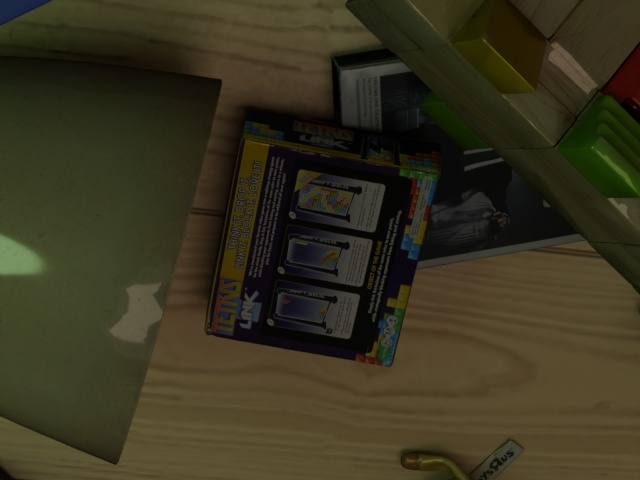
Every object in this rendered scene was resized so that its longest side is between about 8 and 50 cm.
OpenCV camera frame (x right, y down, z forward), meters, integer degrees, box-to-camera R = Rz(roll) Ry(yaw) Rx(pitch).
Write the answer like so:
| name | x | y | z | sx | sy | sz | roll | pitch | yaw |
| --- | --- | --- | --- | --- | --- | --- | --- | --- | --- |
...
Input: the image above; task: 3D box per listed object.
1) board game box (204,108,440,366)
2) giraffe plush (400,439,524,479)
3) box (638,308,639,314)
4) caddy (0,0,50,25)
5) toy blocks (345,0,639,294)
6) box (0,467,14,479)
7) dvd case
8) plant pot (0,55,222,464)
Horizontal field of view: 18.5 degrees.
| name | x | y | z | sx | sy | sz | roll | pitch | yaw |
| --- | --- | --- | --- | --- | --- | --- | --- | --- | --- |
| board game box | 0.000 | 0.000 | 1.399 | 0.141 | 0.048 | 0.170 | 11 | 122 | -3 |
| giraffe plush | 0.117 | 0.285 | 1.559 | 0.181 | 0.170 | 0.210 | 21 | 113 | -26 |
| box | 0.408 | 0.009 | 1.490 | 0.121 | 0.148 | 0.311 | 34 | 108 | -31 |
| caddy | -0.190 | -0.260 | 1.097 | 0.341 | 0.241 | 0.179 | -26 | 131 | 0 |
| toy blocks | 0.212 | -0.157 | 1.311 | 0.381 | 0.191 | 0.261 | 43 | 78 | -16 |
| box | -0.207 | 0.364 | 1.537 | 0.191 | 0.143 | 0.381 | -36 | 125 | 7 |
| dvd case | 0.129 | -0.069 | 1.430 | 0.238 | 0.029 | 0.179 | -10 | 123 | -9 |
| plant pot | -0.228 | -0.015 | 1.255 | 0.274 | 0.256 | 0.256 | 15 | 117 | -5 |
